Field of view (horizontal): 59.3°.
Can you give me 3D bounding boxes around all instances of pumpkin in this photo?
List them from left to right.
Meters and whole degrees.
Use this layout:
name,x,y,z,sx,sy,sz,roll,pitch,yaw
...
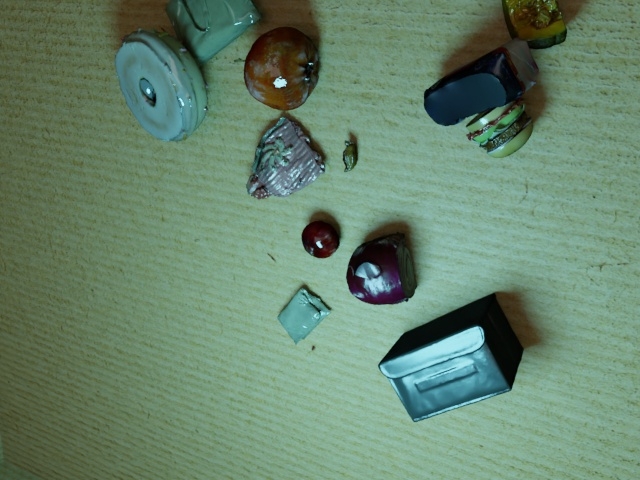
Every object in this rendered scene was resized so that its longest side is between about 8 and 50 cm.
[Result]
name,x,y,z,sx,sy,sz,roll,pitch,yaw
pumpkin,0.529,-0.591,1.419,0.131,0.126,0.248,-11,83,22

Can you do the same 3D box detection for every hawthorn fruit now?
name,x,y,z,sx,sy,sz,roll,pitch,yaw
hawthorn fruit,-0.144,-0.522,1.702,0.271,0.242,0.242,12,110,25

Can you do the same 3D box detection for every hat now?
name,x,y,z,sx,sy,sz,roll,pitch,yaw
hat,-0.140,-0.238,1.845,0.286,0.107,0.237,-39,76,25

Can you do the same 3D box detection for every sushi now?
name,x,y,z,sx,sy,sz,roll,pitch,yaw
sushi,0.090,-0.263,1.759,0.047,0.050,0.099,4,101,19

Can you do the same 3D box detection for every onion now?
name,x,y,z,sx,sy,sz,roll,pitch,yaw
onion,0.000,0.000,1.842,0.131,0.131,0.131,7,108,24
onion,0.173,0.104,1.740,0.207,0.206,0.216,-13,98,28

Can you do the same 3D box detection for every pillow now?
name,x,y,z,sx,sy,sz,roll,pitch,yaw
pillow,-0.067,0.267,1.979,0.134,0.078,0.181,45,122,10

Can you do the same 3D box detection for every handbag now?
name,x,y,z,sx,sy,sz,roll,pitch,yaw
handbag,-0.358,-0.728,1.803,0.316,0.109,0.253,-28,88,35

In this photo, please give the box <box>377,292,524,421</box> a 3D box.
name,x,y,z,sx,sy,sz,roll,pitch,yaw
box,0.398,0.348,1.682,0.345,0.251,0.204,-30,91,31

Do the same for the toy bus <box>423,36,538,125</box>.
name,x,y,z,sx,sy,sz,roll,pitch,yaw
toy bus,0.408,-0.400,1.454,0.127,0.147,0.302,54,157,-12

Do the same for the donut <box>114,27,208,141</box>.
name,x,y,z,sx,sy,sz,roll,pitch,yaw
donut,-0.524,-0.518,1.882,0.382,0.142,0.382,26,134,29

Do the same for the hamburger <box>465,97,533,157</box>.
name,x,y,z,sx,sy,sz,roll,pitch,yaw
hamburger,0.486,-0.297,1.498,0.175,0.175,0.137,-38,97,29
